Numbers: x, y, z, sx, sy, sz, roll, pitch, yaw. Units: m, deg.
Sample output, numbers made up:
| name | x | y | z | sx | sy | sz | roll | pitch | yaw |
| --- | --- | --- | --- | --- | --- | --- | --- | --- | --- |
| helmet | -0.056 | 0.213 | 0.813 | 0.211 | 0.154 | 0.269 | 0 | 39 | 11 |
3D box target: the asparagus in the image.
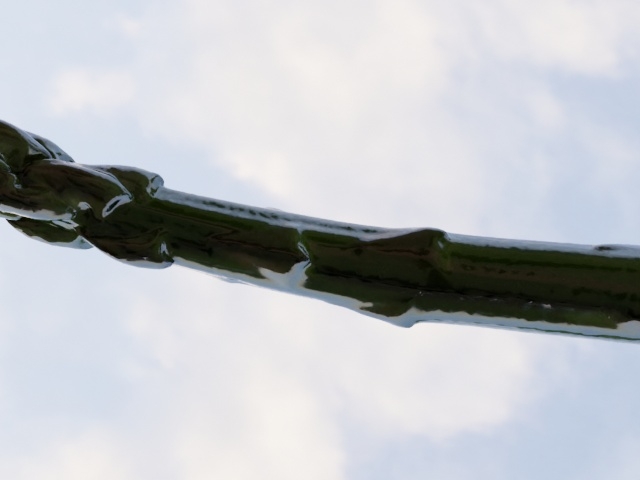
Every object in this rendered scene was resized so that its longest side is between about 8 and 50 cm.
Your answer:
| name | x | y | z | sx | sy | sz | roll | pitch | yaw |
| --- | --- | --- | --- | --- | --- | --- | --- | --- | --- |
| asparagus | 0.000 | 0.000 | 0.469 | 0.236 | 0.027 | 0.034 | 11 | -70 | -6 |
